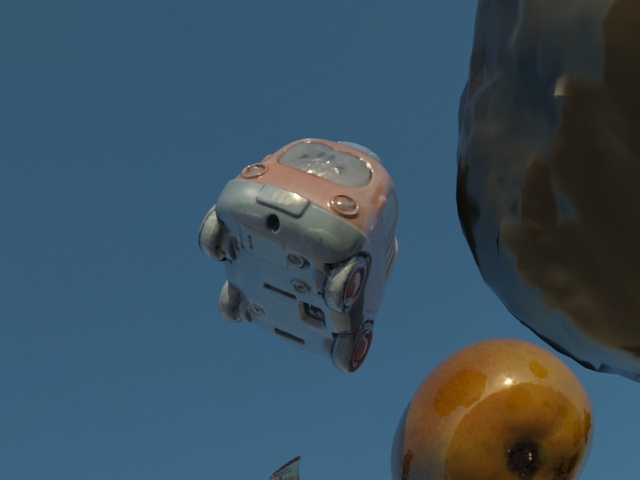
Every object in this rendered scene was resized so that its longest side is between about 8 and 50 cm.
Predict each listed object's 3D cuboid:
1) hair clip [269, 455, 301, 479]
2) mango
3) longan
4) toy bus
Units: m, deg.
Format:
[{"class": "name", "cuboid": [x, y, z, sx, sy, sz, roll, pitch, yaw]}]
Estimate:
[{"class": "hair clip", "cuboid": [-0.046, 0.354, 1.410, 0.054, 0.022, 0.137, -33, -42, -28]}, {"class": "mango", "cuboid": [0.208, 0.266, 1.306, 0.221, 0.378, 0.264, 31, -110, -1]}, {"class": "longan", "cuboid": [0.302, -0.116, 0.767, 0.403, 0.404, 0.436, -2, -62, -15]}, {"class": "toy bus", "cuboid": [0.000, 0.000, 1.223, 0.232, 0.197, 0.294, -55, -26, -31]}]
